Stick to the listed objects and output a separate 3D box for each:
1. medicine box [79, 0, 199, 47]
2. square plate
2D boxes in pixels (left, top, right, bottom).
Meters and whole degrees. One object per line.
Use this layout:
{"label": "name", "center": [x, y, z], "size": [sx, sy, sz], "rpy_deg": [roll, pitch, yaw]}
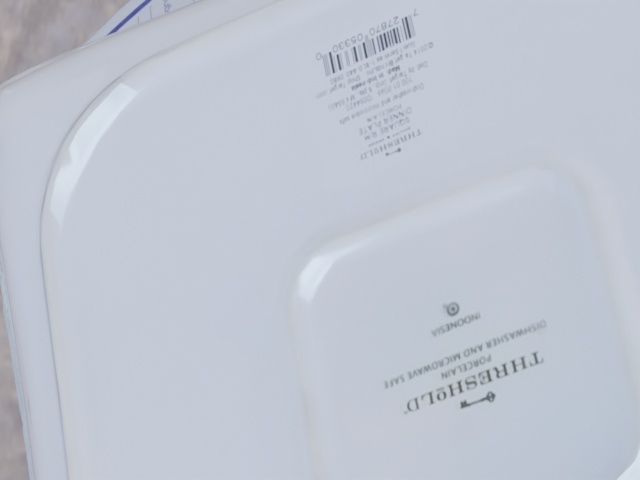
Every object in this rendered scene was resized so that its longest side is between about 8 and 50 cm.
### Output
{"label": "medicine box", "center": [0.000, 0.000, 0.891], "size": [0.149, 0.264, 0.289], "rpy_deg": [10, 150, -35]}
{"label": "square plate", "center": [0.045, 0.040, 0.550], "size": [0.347, 0.344, 0.049], "rpy_deg": [-21, 155, 23]}
